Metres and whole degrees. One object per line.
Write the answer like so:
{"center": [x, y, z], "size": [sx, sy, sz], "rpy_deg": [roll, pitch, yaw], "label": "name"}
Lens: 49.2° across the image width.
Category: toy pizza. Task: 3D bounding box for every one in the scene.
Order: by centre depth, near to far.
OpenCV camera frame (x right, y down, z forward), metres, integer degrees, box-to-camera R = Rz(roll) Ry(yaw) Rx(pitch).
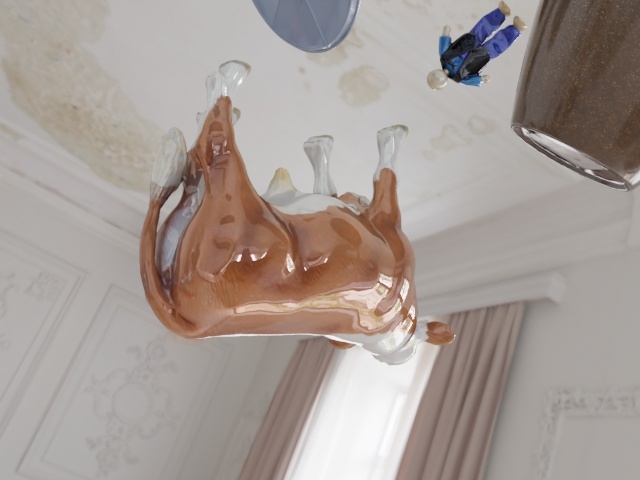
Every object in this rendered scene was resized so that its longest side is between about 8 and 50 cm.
{"center": [-0.022, -0.297, 0.732], "size": [0.201, 0.032, 0.201], "rpy_deg": [37, -36, 33], "label": "toy pizza"}

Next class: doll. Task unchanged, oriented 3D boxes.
{"center": [0.263, -0.335, 1.232], "size": [0.129, 0.189, 0.046], "rpy_deg": [49, 6, 8], "label": "doll"}

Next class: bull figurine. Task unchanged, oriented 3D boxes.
{"center": [0.000, 0.000, 0.517], "size": [0.101, 0.188, 0.310], "rpy_deg": [-11, -13, 34], "label": "bull figurine"}

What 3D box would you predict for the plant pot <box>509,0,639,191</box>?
{"center": [0.252, -0.163, 0.539], "size": [0.215, 0.230, 0.215], "rpy_deg": [30, 7, -4], "label": "plant pot"}
